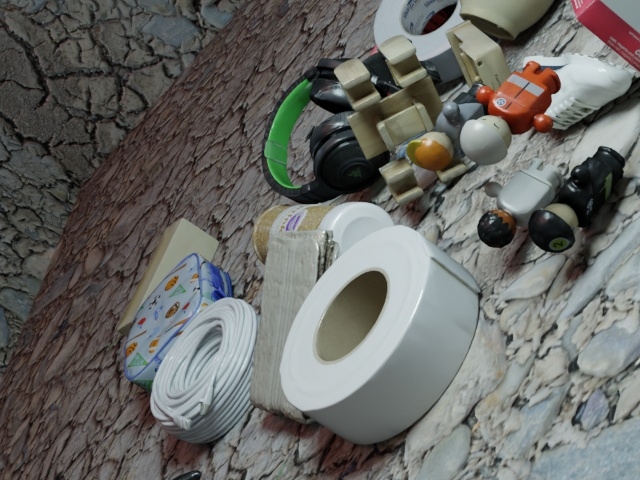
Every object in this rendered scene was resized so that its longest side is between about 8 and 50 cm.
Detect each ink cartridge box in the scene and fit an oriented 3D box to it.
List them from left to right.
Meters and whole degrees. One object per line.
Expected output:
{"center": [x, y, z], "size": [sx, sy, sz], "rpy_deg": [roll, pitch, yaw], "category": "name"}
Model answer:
{"center": [0.420, -0.332, 1.608], "size": [0.176, 0.127, 0.128], "rpy_deg": [-45, 22, 29], "category": "ink cartridge box"}

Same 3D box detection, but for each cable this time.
{"center": [-0.185, 0.220, 2.166], "size": [0.257, 0.089, 0.257], "rpy_deg": [-5, 52, 60], "category": "cable"}

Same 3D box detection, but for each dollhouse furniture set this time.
{"center": [0.158, -0.216, 1.927], "size": [0.242, 0.212, 0.161], "rpy_deg": [-27, 24, 1], "category": "dollhouse furniture set"}

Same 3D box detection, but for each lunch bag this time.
{"center": [-0.260, 0.161, 2.424], "size": [0.243, 0.115, 0.303], "rpy_deg": [-46, 22, 11], "category": "lunch bag"}

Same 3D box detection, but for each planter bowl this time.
{"center": [0.280, -0.379, 1.982], "size": [0.109, 0.162, 0.162], "rpy_deg": [-64, 20, 0], "category": "planter bowl"}

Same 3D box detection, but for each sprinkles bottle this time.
{"center": [0.000, 0.000, 2.063], "size": [0.121, 0.121, 0.355], "rpy_deg": [-59, 19, -11], "category": "sprinkles bottle"}

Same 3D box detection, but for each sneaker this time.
{"center": [0.146, -0.326, 2.313], "size": [0.314, 0.116, 0.136], "rpy_deg": [-53, 6, -5], "category": "sneaker"}
{"center": [0.332, -0.191, 1.680], "size": [0.095, 0.090, 0.235], "rpy_deg": [-70, 17, -3], "category": "sneaker"}

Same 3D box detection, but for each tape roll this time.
{"center": [0.075, 0.122, 1.685], "size": [0.286, 0.100, 0.286], "rpy_deg": [-41, 27, 26], "category": "tape roll"}
{"center": [0.199, -0.373, 2.144], "size": [0.219, 0.072, 0.219], "rpy_deg": [-19, 54, 28], "category": "tape roll"}

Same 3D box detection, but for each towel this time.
{"center": [-0.039, 0.122, 1.893], "size": [0.187, 0.049, 0.282], "rpy_deg": [1, 83, 63], "category": "towel"}

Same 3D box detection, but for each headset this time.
{"center": [0.031, -0.212, 2.116], "size": [0.394, 0.185, 0.243], "rpy_deg": [-22, 57, 39], "category": "headset"}

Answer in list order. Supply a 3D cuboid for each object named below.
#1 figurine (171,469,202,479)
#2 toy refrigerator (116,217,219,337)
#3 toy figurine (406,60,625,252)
{"center": [-0.275, 0.474, 2.000], "size": [0.209, 0.092, 0.215], "rpy_deg": [-32, 30, 40], "category": "figurine"}
{"center": [-0.321, 0.096, 2.683], "size": [0.094, 0.102, 0.269], "rpy_deg": [-29, 33, 52], "category": "toy refrigerator"}
{"center": [0.230, -0.089, 1.533], "size": [0.148, 0.213, 0.209], "rpy_deg": [-47, 17, -20], "category": "toy figurine"}
